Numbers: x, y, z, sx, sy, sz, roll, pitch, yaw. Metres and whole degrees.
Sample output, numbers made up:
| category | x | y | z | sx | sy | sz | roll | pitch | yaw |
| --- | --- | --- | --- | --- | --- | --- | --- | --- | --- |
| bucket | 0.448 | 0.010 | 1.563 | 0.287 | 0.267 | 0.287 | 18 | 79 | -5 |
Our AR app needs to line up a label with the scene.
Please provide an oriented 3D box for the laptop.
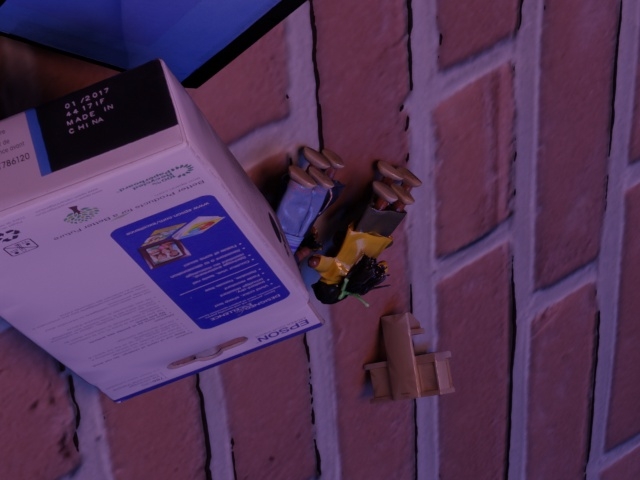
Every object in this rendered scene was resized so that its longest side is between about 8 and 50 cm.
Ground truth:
| category | x | y | z | sx | sy | sz | roll | pitch | yaw |
| --- | --- | --- | --- | --- | --- | --- | --- | --- | --- |
| laptop | -0.141 | -0.091 | 0.945 | 0.264 | 0.136 | 0.234 | -47 | -171 | -33 |

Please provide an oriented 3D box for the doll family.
| category | x | y | z | sx | sy | sz | roll | pitch | yaw |
| --- | --- | --- | --- | --- | --- | --- | --- | --- | --- |
| doll family | 0.000 | 0.000 | 1.322 | 0.193 | 0.076 | 0.111 | 12 | 118 | -43 |

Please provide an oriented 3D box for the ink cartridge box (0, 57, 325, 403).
| category | x | y | z | sx | sy | sz | roll | pitch | yaw |
| --- | --- | --- | --- | --- | --- | --- | --- | --- | --- |
| ink cartridge box | -0.115 | 0.007 | 1.136 | 0.165 | 0.065 | 0.333 | -21 | 156 | 4 |

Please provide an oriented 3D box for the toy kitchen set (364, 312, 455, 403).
| category | x | y | z | sx | sy | sz | roll | pitch | yaw |
| --- | --- | --- | --- | --- | --- | --- | --- | --- | --- |
| toy kitchen set | 0.087 | 0.090 | 1.491 | 0.075 | 0.083 | 0.068 | -7 | 86 | -41 |
